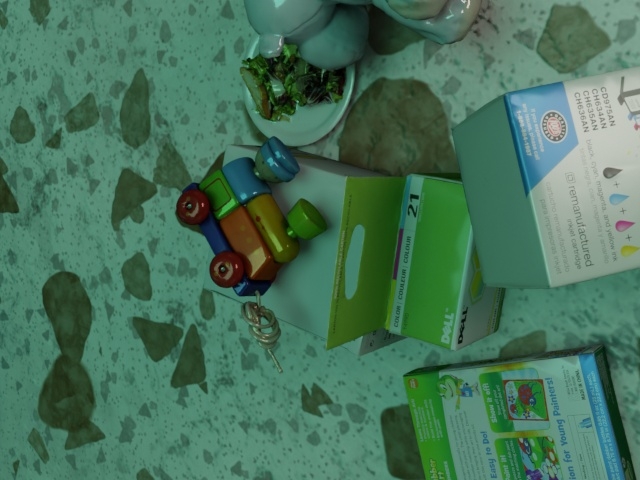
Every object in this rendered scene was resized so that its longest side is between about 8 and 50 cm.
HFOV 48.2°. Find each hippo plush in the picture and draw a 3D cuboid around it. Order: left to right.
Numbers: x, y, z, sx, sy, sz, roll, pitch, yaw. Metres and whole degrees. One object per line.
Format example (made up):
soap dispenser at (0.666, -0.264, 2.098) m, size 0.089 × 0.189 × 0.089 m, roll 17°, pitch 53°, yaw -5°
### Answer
hippo plush at (0.025, -0.285, 0.816) m, size 0.236 × 0.294 × 0.234 m, roll -36°, pitch 53°, yaw 31°

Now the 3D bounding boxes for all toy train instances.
toy train at (-0.049, 0.010, 0.834) m, size 0.143 × 0.105 × 0.248 m, roll -36°, pitch 74°, yaw 18°

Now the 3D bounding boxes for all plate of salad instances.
plate of salad at (-0.041, -0.233, 1.006) m, size 0.199 × 0.048 × 0.200 m, roll 3°, pitch 95°, yaw 35°

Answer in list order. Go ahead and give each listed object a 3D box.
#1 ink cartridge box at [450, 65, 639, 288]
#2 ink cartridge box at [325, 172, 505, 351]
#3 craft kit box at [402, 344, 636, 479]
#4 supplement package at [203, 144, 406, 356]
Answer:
ink cartridge box at (0.271, -0.061, 0.671) m, size 0.232 × 0.168 × 0.171 m, roll -12°, pitch 88°, yaw -6°
ink cartridge box at (0.121, 0.025, 0.791) m, size 0.097 × 0.255 × 0.189 m, roll 14°, pitch 103°, yaw 33°
craft kit box at (0.240, 0.265, 0.856) m, size 0.246 × 0.061 × 0.250 m, roll -14°, pitch 86°, yaw 32°
supplement package at (0.000, 0.000, 0.941) m, size 0.261 × 0.145 × 0.204 m, roll 19°, pitch 105°, yaw 31°
